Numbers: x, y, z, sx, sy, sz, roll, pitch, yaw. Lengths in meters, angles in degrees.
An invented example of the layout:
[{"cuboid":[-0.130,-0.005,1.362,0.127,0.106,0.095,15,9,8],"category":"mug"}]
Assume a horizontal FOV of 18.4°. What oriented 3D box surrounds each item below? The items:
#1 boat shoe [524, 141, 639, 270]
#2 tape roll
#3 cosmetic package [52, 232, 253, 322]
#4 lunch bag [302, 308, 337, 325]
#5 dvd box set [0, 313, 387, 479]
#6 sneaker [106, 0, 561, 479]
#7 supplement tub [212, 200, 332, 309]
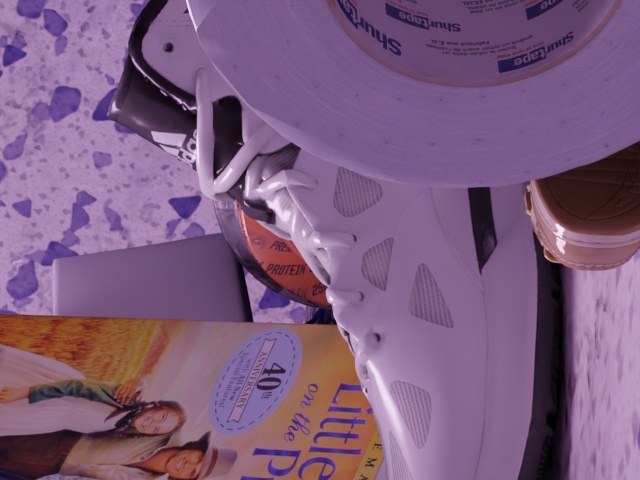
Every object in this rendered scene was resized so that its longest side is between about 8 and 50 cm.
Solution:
[{"cuboid":[0.121,-0.016,0.876,0.170,0.063,0.059,-70,-15,-67],"category":"boat shoe"},{"cuboid":[0.056,-0.124,0.745,0.072,0.219,0.219,-92,7,-48],"category":"tape roll"},{"cuboid":[-0.105,0.198,1.470,0.385,0.156,0.217,-99,0,-48],"category":"cosmetic package"},{"cuboid":[0.031,0.182,1.596,0.243,0.115,0.303,123,151,-78],"category":"lunch bag"},{"cuboid":[-0.129,0.176,1.266,0.307,0.420,0.062,-63,-38,-39],"category":"dvd box set"},{"cuboid":[0.000,0.000,1.150,0.169,0.257,0.447,103,170,-66],"category":"sneaker"},{"cuboid":[0.012,-0.060,1.530,0.316,0.194,0.193,-98,13,-76],"category":"supplement tub"}]
